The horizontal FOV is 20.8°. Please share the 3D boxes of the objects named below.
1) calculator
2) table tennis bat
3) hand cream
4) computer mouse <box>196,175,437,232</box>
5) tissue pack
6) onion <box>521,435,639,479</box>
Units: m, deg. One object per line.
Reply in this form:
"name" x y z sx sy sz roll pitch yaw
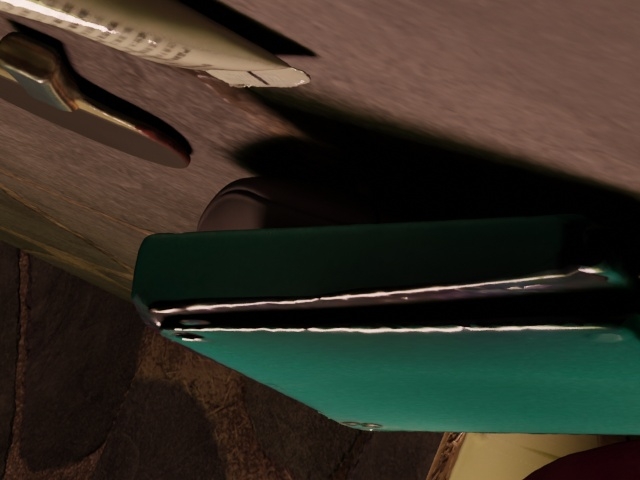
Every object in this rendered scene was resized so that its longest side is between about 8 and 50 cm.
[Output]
"calculator" 0.072 0.046 0.853 0.248 0.058 0.274 -2 162 27
"table tennis bat" -0.151 -0.083 1.027 0.154 0.021 0.274 23 175 1
"hand cream" -0.115 -0.103 0.661 0.234 0.050 0.080 22 174 -29
"computer mouse" 0.000 -0.001 0.972 0.120 0.057 0.232 14 171 -12
"tissue pack" 0.220 0.216 1.523 0.234 0.159 0.125 24 174 -3
"onion" 0.268 0.262 1.299 0.358 0.345 0.358 8 169 2
